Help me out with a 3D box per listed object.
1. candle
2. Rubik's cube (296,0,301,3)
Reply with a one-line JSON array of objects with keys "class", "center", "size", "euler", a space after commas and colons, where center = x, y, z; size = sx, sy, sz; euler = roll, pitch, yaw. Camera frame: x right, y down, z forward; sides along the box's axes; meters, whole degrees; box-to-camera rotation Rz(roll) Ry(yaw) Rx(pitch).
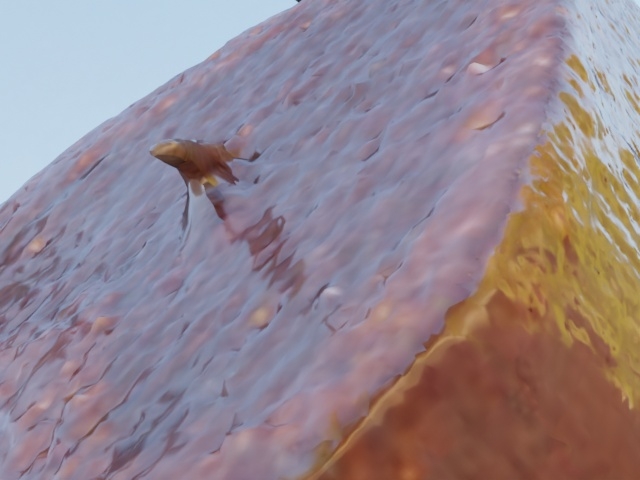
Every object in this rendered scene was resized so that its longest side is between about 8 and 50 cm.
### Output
[{"class": "candle", "center": [0.000, 0.000, 0.463], "size": [0.287, 0.131, 0.317], "euler": [-45, 25, -15]}, {"class": "Rubik's cube", "center": [-0.014, -0.227, 1.011], "size": [0.092, 0.092, 0.092], "euler": [37, -69, -27]}]
